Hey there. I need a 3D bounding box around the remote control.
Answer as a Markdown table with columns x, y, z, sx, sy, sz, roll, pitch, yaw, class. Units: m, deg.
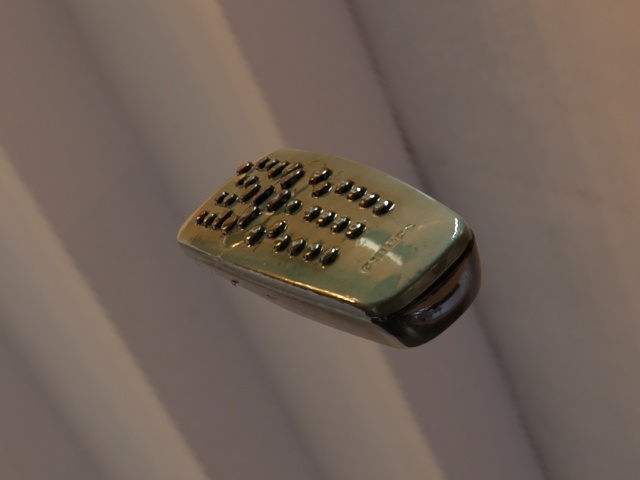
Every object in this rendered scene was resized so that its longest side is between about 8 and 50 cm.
| x | y | z | sx | sy | sz | roll | pitch | yaw | class |
| --- | --- | --- | --- | --- | --- | --- | --- | --- | --- |
| 0.000 | 0.000 | 0.802 | 0.042 | 0.072 | 0.222 | 54 | -14 | -23 | remote control |
